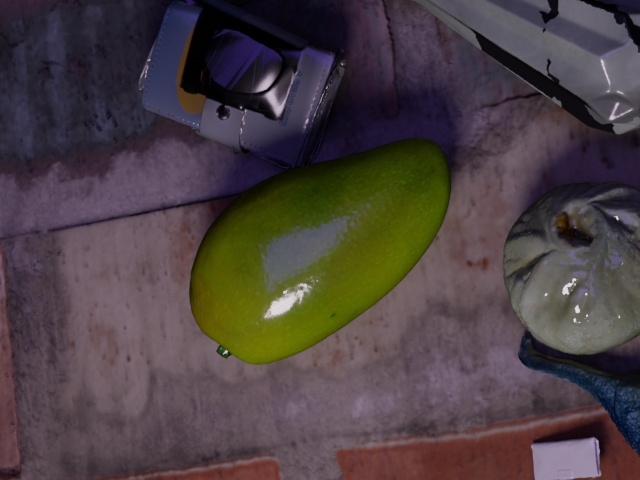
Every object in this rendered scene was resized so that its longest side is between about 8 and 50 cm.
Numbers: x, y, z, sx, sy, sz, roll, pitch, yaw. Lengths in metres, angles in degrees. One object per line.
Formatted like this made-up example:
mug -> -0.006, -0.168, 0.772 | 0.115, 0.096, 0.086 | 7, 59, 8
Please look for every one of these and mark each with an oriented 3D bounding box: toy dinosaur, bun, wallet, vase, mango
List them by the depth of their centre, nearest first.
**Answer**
toy dinosaur -> 0.369, 0.194, 1.663 | 0.363, 0.076, 0.147 | 47, 116, 21
bun -> 0.282, 0.022, 1.675 | 0.195, 0.118, 0.195 | -9, 60, 16
wallet -> 0.267, 0.238, 1.703 | 0.083, 0.011, 0.044 | -12, 78, 39
vase -> 0.229, -0.254, 1.750 | 0.360, 0.165, 0.165 | 30, 91, 24
mango -> 0.000, 0.000, 1.775 | 0.343, 0.156, 0.192 | -34, 80, 6
wallet -> -0.096, -0.189, 1.864 | 0.231, 0.069, 0.170 | 26, 106, 14

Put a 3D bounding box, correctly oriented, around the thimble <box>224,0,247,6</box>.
thimble -> -0.134, -0.334, 1.926 | 0.110, 0.062, 0.084 | 30, 90, 20
